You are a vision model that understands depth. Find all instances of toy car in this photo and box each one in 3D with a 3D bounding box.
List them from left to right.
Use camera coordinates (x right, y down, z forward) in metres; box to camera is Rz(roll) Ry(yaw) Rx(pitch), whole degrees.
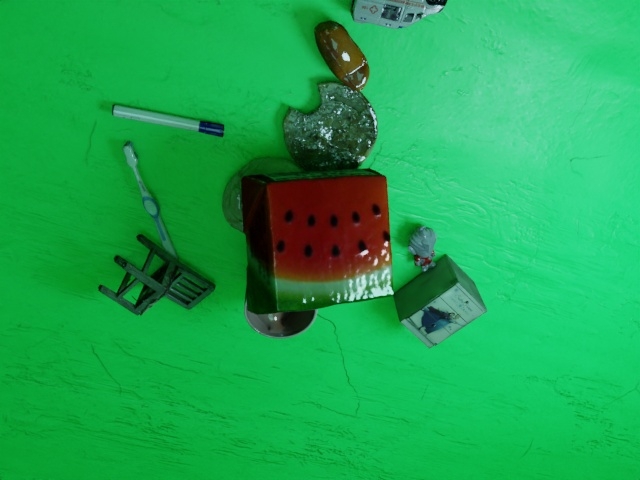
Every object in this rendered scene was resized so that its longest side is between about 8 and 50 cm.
[{"bbox_3d":[0.172,-0.525,1.364,0.210,0.089,0.108,9,121,-8],"label":"toy car"}]

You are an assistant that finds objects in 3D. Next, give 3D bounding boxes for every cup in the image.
[{"bbox_3d":[-0.113,0.105,1.664,0.192,0.200,0.252,-7,123,-1],"label":"cup"}]

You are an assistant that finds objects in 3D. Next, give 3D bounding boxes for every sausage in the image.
[{"bbox_3d":[0.051,-0.430,1.421,0.089,0.089,0.179,-30,123,13],"label":"sausage"}]

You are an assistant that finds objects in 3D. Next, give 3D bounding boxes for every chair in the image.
[{"bbox_3d":[-0.440,0.131,1.674,0.136,0.147,0.270,-36,117,28],"label":"chair"}]

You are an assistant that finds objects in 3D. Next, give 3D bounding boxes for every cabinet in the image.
[{"bbox_3d":[0.342,0.181,1.782,0.206,0.150,0.145,-39,118,19],"label":"cabinet"}]

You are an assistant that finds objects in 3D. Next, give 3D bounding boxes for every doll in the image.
[{"bbox_3d":[0.290,0.020,1.726,0.094,0.079,0.180,-25,135,-7],"label":"doll"}]

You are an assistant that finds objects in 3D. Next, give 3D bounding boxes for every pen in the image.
[{"bbox_3d":[-0.369,-0.291,1.494,0.269,0.033,0.033,9,121,-10],"label":"pen"}]

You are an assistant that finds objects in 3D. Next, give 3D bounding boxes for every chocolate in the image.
[{"bbox_3d":[0.000,0.000,1.489,0.360,0.161,0.341,-6,95,-20],"label":"chocolate"}]

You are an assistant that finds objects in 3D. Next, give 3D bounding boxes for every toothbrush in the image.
[{"bbox_3d":[-0.442,-0.081,1.614,0.040,0.040,0.386,-12,123,2],"label":"toothbrush"}]

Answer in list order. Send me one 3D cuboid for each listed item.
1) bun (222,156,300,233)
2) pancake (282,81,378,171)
[{"bbox_3d":[-0.138,-0.099,1.584,0.210,0.116,0.237,33,114,-23],"label":"bun"},{"bbox_3d":[0.028,-0.272,1.540,0.254,0.037,0.253,-2,123,-3],"label":"pancake"}]
